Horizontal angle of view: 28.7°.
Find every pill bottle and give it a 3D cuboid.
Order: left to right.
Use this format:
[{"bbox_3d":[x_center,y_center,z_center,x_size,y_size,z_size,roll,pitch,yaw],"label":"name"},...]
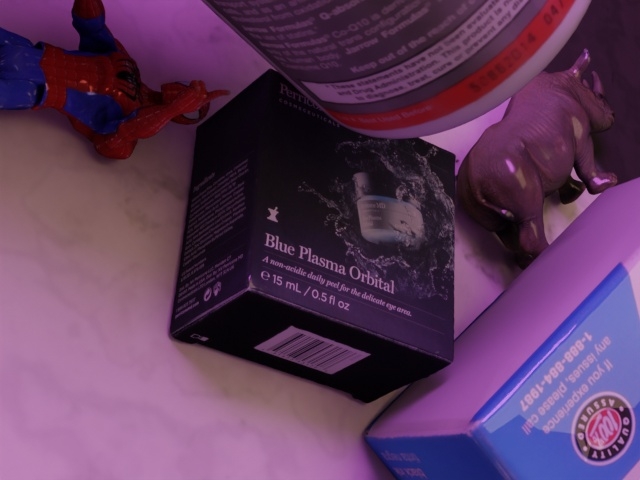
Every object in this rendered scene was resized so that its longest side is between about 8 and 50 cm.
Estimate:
[{"bbox_3d":[-0.021,-0.226,0.635,0.363,0.210,0.210,38,48,-43],"label":"pill bottle"}]

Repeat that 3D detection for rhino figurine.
[{"bbox_3d":[0.184,-0.077,0.994,0.106,0.073,0.243,50,47,-12],"label":"rhino figurine"}]

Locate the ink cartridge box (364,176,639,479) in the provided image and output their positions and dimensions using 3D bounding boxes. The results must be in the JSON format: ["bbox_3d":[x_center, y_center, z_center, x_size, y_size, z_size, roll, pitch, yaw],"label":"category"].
[{"bbox_3d":[0.269,0.182,0.828,0.285,0.166,0.395,-41,97,-24],"label":"ink cartridge box"}]

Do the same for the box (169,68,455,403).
[{"bbox_3d":[0.000,0.000,0.800,0.156,0.093,0.158,21,56,-29],"label":"box"}]

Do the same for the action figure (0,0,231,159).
[{"bbox_3d":[-0.166,-0.110,0.698,0.280,0.139,0.091,8,66,-38],"label":"action figure"}]
